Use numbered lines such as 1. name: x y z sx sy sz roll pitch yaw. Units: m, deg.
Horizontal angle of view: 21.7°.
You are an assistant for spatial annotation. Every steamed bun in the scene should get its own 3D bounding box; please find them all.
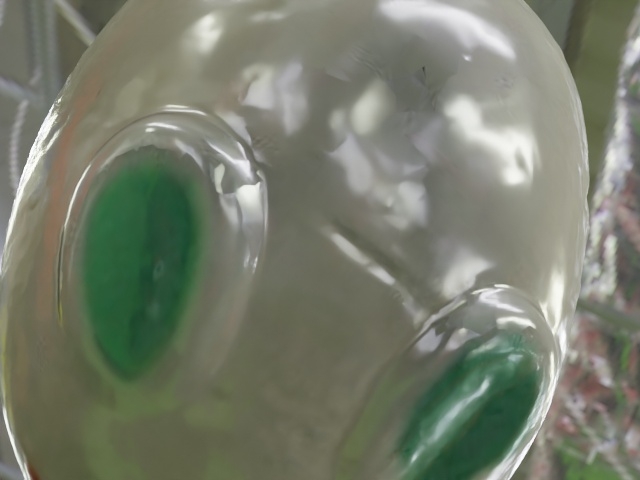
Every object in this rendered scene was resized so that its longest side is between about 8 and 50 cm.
1. steamed bun: 0.000 0.000 0.498 0.177 0.228 0.131 31 -29 -9
